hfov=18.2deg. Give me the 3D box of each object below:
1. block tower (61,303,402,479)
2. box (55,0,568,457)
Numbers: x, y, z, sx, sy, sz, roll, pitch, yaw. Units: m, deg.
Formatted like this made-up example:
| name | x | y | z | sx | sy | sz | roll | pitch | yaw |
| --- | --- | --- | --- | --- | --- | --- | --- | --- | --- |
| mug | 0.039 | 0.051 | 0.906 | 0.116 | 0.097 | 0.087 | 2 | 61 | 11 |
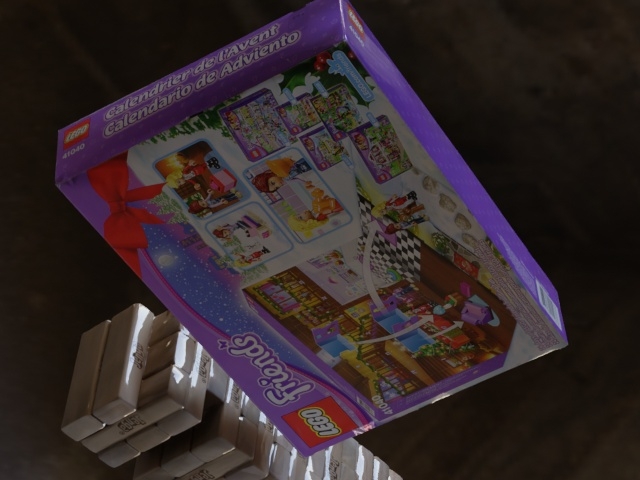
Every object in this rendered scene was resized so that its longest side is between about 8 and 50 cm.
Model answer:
| name | x | y | z | sx | sy | sz | roll | pitch | yaw |
| --- | --- | --- | --- | --- | --- | --- | --- | --- | --- |
| block tower | -0.029 | 0.176 | 1.425 | 0.335 | 0.091 | 0.097 | 40 | 37 | -29 |
| box | 0.000 | 0.000 | 1.244 | 0.293 | 0.201 | 0.057 | 51 | 22 | -37 |
